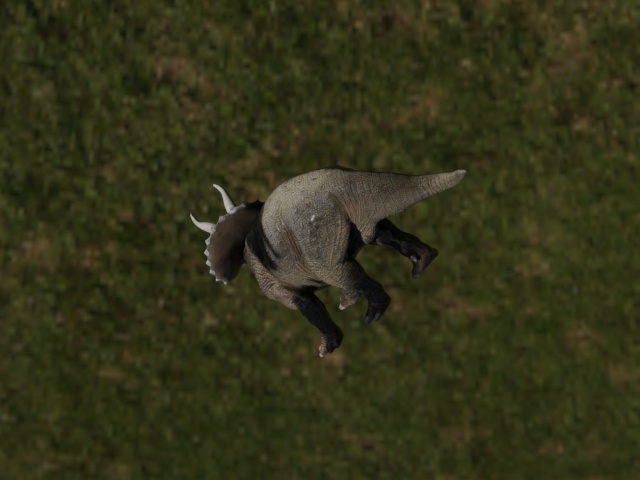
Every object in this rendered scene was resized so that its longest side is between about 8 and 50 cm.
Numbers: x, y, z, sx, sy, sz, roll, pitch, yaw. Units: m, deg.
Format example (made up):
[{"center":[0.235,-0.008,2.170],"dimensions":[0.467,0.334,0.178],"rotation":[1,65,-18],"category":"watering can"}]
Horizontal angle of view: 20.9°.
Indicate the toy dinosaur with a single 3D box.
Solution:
[{"center":[0.000,0.000,1.561],"dimensions":[0.160,0.121,0.313],"rotation":[43,144,-14],"category":"toy dinosaur"}]
